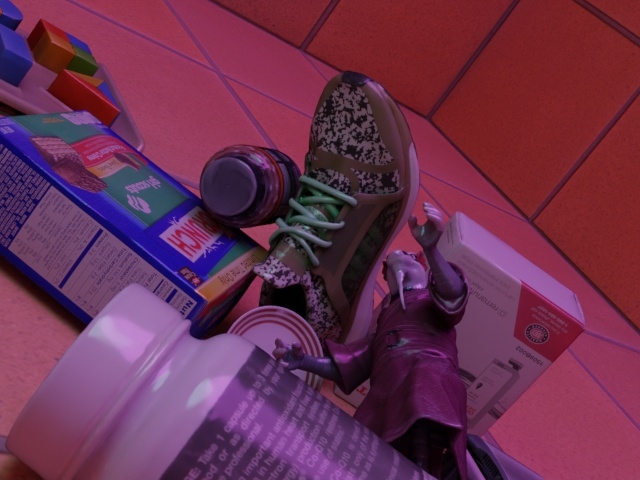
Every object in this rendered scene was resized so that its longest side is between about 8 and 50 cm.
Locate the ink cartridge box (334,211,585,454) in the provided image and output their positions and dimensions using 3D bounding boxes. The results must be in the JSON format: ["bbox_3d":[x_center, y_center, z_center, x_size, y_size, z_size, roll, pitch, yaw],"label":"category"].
[{"bbox_3d":[0.181,0.138,1.284,0.207,0.283,0.117,34,22,-8],"label":"ink cartridge box"}]

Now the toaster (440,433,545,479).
[{"bbox_3d":[0.208,0.331,1.114,0.146,0.129,0.227,32,16,-26],"label":"toaster"}]

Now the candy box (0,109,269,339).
[{"bbox_3d":[-0.240,-0.012,1.127,0.317,0.122,0.268,39,15,2],"label":"candy box"}]

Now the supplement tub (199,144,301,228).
[{"bbox_3d":[-0.090,-0.069,1.210,0.106,0.106,0.198,39,10,7],"label":"supplement tub"}]

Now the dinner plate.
[{"bbox_3d":[-0.058,0.147,1.113,0.141,0.141,0.017,28,-24,-26],"label":"dinner plate"}]

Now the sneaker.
[{"bbox_3d":[0.000,0.000,1.165,0.158,0.410,0.182,22,25,26],"label":"sneaker"}]

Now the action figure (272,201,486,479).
[{"bbox_3d":[0.116,0.144,1.043,0.276,0.248,0.370,38,36,-22],"label":"action figure"}]

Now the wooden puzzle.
[{"bbox_3d":[-0.450,-0.284,1.483,0.348,0.080,0.322,22,24,-39],"label":"wooden puzzle"}]

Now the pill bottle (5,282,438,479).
[{"bbox_3d":[-0.060,0.208,0.788,0.361,0.204,0.204,37,18,-1],"label":"pill bottle"}]
